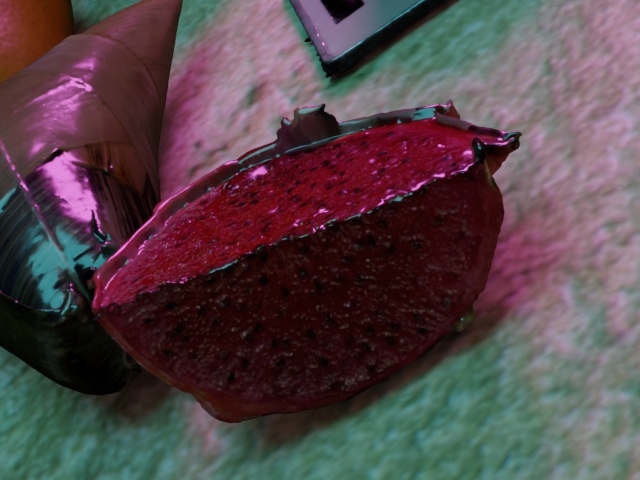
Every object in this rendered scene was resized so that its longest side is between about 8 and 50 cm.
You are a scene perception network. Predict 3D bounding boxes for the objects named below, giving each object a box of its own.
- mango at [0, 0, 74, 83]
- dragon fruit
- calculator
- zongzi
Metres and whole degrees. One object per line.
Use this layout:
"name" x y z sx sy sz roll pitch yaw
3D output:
"mango" -0.283 -0.161 1.566 0.176 0.139 0.254 1 42 -13
"dragon fruit" 0.004 0.006 1.203 0.274 0.126 0.161 -22 29 6
"calculator" 0.089 -0.231 1.446 0.262 0.021 0.161 -34 37 5
"zongzi" -0.135 -0.056 1.360 0.317 0.154 0.289 -45 45 -18
